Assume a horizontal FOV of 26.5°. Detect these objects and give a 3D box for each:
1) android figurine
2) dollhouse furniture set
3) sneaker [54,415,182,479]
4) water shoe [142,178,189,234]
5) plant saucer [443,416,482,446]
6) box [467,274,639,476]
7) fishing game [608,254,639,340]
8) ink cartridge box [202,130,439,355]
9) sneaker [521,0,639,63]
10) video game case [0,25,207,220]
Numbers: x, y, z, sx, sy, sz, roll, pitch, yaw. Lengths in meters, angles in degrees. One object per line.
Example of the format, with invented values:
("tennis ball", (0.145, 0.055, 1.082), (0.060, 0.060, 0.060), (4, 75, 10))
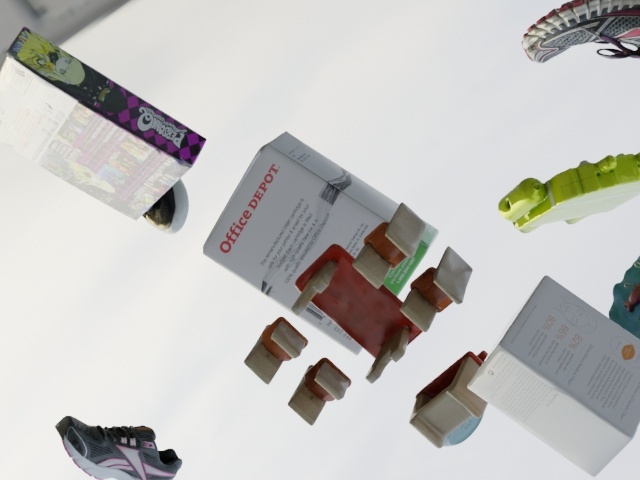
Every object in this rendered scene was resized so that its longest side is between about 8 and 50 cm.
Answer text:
("android figurine", (0.391, -0.075, 1.999), (0.248, 0.056, 0.273), (-11, 167, -18))
("dollhouse furniture set", (0.086, 0.113, 1.619), (0.262, 0.259, 0.135), (-43, -172, 29))
("sneaker", (-0.235, 0.243, 1.609), (0.077, 0.178, 0.072), (-47, -137, 3))
("water shoe", (-0.230, -0.078, 1.597), (0.203, 0.080, 0.073), (51, -51, 33))
("plant saucer", (0.242, 0.306, 2.310), (0.119, 0.119, 0.021), (-42, -125, -17))
("box", (0.270, 0.146, 1.477), (0.130, 0.170, 0.091), (-48, 171, -42))
("fishing game", (0.492, 0.073, 1.996), (0.264, 0.041, 0.189), (-52, -152, 9))
("ink cartridge box", (0.000, 0.000, 2.057), (0.211, 0.289, 0.121), (-57, 177, 20))
("sneaker", (0.389, -0.269, 1.701), (0.299, 0.112, 0.121), (-12, -168, 37))
("video game case", (-0.246, -0.113, 1.415), (0.042, 0.210, 0.232), (-63, -168, -22))
